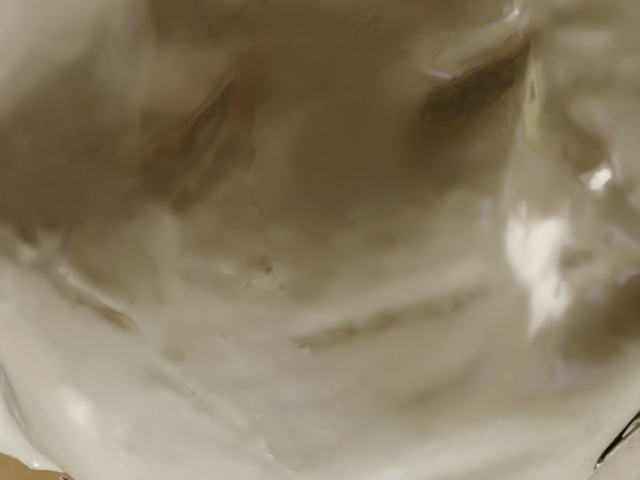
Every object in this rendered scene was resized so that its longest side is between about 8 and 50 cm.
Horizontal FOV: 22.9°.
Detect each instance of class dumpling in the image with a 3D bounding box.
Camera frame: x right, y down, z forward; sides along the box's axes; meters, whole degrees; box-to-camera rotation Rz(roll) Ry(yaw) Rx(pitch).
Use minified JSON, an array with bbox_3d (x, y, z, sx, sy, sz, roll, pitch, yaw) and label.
[{"bbox_3d":[0.003,0.001,0.543,0.341,0.181,0.260,21,-56,23],"label":"dumpling"}]
